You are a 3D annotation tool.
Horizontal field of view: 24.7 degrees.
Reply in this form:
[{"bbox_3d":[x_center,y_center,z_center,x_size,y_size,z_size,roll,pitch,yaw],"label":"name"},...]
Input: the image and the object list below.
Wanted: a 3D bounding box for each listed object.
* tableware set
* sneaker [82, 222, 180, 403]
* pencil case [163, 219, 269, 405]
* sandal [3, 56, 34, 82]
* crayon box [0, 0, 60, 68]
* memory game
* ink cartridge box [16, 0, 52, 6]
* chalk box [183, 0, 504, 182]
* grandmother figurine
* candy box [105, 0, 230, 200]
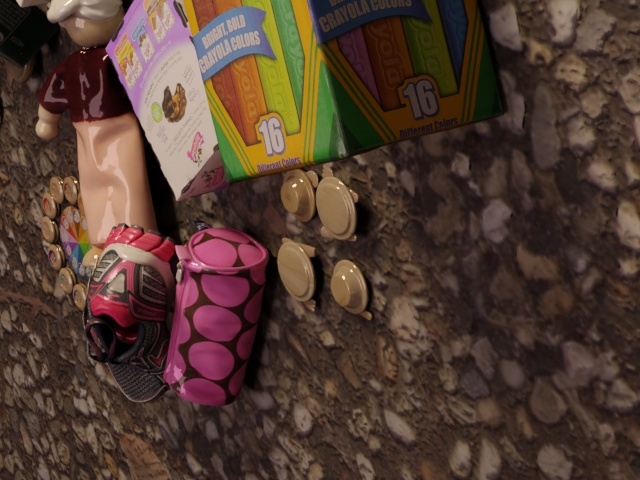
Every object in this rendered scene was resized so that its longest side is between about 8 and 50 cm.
[{"bbox_3d":[0.000,0.000,1.453,0.141,0.020,0.169,26,125,50],"label":"tableware set"},{"bbox_3d":[-0.220,0.103,1.655,0.120,0.112,0.299,16,147,10],"label":"sneaker"},{"bbox_3d":[-0.119,0.085,1.585,0.095,0.098,0.209,50,140,44],"label":"pencil case"},{"bbox_3d":[-0.423,-0.274,1.900,0.180,0.049,0.072,59,143,20],"label":"sandal"},{"bbox_3d":[-0.481,-0.362,1.815,0.081,0.202,0.318,-47,55,4],"label":"crayon box"},{"bbox_3d":[-0.318,0.004,1.905,0.186,0.012,0.186,28,126,47],"label":"memory game"},{"bbox_3d":[-0.316,-0.341,1.686,0.092,0.090,0.143,56,141,23],"label":"ink cartridge box"},{"bbox_3d":[0.002,-0.213,1.217,0.180,0.179,0.289,-10,96,55],"label":"chalk box"},{"bbox_3d":[-0.248,-0.144,1.679,0.207,0.104,0.342,0,103,26],"label":"grandmother figurine"},{"bbox_3d":[-0.132,-0.167,1.521,0.165,0.070,0.196,-44,68,52],"label":"candy box"}]
